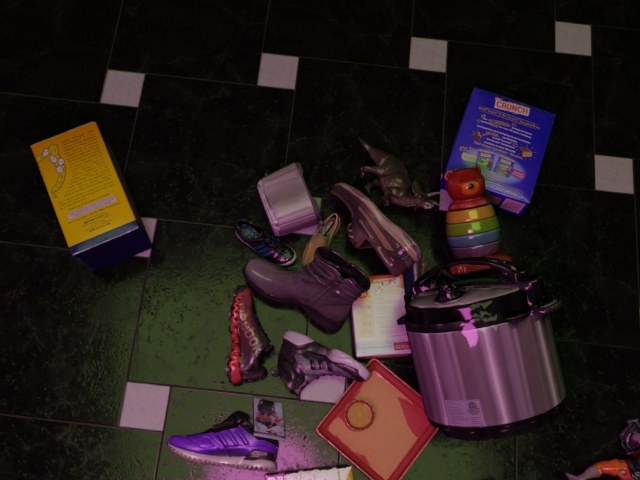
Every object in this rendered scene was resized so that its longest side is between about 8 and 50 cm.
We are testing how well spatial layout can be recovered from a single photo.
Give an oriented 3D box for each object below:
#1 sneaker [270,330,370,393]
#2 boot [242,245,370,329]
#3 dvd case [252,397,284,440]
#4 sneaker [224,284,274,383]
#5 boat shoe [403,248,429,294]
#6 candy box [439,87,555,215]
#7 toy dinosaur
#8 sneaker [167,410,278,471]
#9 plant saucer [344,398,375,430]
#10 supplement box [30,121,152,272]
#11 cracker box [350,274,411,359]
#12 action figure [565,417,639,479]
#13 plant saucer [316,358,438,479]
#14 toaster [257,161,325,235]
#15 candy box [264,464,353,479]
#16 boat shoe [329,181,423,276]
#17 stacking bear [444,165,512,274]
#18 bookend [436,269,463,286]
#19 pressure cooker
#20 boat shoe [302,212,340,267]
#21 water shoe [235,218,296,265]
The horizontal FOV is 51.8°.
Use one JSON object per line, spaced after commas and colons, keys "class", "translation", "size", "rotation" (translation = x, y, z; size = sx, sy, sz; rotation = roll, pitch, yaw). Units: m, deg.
{"class": "sneaker", "translation": [-0.006, 0.362, 1.809], "size": [0.269, 0.101, 0.153], "rotation": [22, 76, 19]}
{"class": "boot", "translation": [-0.038, 0.088, 1.826], "size": [0.338, 0.222, 0.118], "rotation": [26, 43, 0]}
{"class": "dvd case", "translation": [-0.140, 0.479, 1.770], "size": [0.087, 0.013, 0.119], "rotation": [17, 34, -18]}
{"class": "sneaker", "translation": [-0.195, 0.260, 1.841], "size": [0.135, 0.097, 0.275], "rotation": [0, 75, -2]}
{"class": "boat shoe", "translation": [0.283, 0.098, 1.922], "size": [0.066, 0.066, 0.183], "rotation": [13, 67, -25]}
{"class": "candy box", "translation": [0.541, -0.274, 2.023], "size": [0.268, 0.122, 0.317], "rotation": [20, 74, 6]}
{"class": "toy dinosaur", "translation": [0.214, -0.184, 2.003], "size": [0.160, 0.121, 0.313], "rotation": [-27, 71, -22]}
{"class": "sneaker", "translation": [-0.254, 0.526, 1.762], "size": [0.294, 0.102, 0.146], "rotation": [10, 66, -4]}
{"class": "plant saucer", "translation": [0.106, 0.471, 1.781], "size": [0.084, 0.013, 0.083], "rotation": [1, 73, -3]}
{"class": "supplement box", "translation": [-0.652, -0.121, 1.892], "size": [0.195, 0.194, 0.356], "rotation": [-24, 75, -9]}
{"class": "cracker box", "translation": [0.166, 0.218, 1.884], "size": [0.156, 0.067, 0.232], "rotation": [-3, 72, -3]}
{"class": "action figure", "translation": [0.866, 0.658, 1.722], "size": [0.330, 0.178, 0.341], "rotation": [-31, 74, -1]}
{"class": "plant saucer", "translation": [0.164, 0.502, 1.806], "size": [0.258, 0.047, 0.259], "rotation": [39, 76, 9]}
{"class": "toaster", "translation": [-0.093, -0.110, 1.946], "size": [0.147, 0.129, 0.226], "rotation": [-21, 74, -4]}
{"class": "candy box", "translation": [-0.025, 0.682, 1.729], "size": [0.234, 0.071, 0.159], "rotation": [-5, 72, -4]}
{"class": "boat shoe", "translation": [0.136, -0.035, 1.914], "size": [0.130, 0.132, 0.355], "rotation": [-46, 62, 0]}
{"class": "stacking bear", "translation": [0.430, -0.066, 1.885], "size": [0.176, 0.164, 0.288], "rotation": [-10, 95, 6]}
{"class": "bookend", "translation": [0.372, 0.190, 1.897], "size": [0.156, 0.072, 0.157], "rotation": [32, 75, 7]}
{"class": "pressure cooker", "translation": [0.410, 0.249, 1.678], "size": [0.370, 0.375, 0.420], "rotation": [-14, 93, -3]}
{"class": "boat shoe", "translation": [0.000, 0.000, 1.942], "size": [0.068, 0.072, 0.189], "rotation": [23, 73, 5]}
{"class": "water shoe", "translation": [-0.165, 0.008, 1.929], "size": [0.203, 0.080, 0.072], "rotation": [28, 74, 6]}
